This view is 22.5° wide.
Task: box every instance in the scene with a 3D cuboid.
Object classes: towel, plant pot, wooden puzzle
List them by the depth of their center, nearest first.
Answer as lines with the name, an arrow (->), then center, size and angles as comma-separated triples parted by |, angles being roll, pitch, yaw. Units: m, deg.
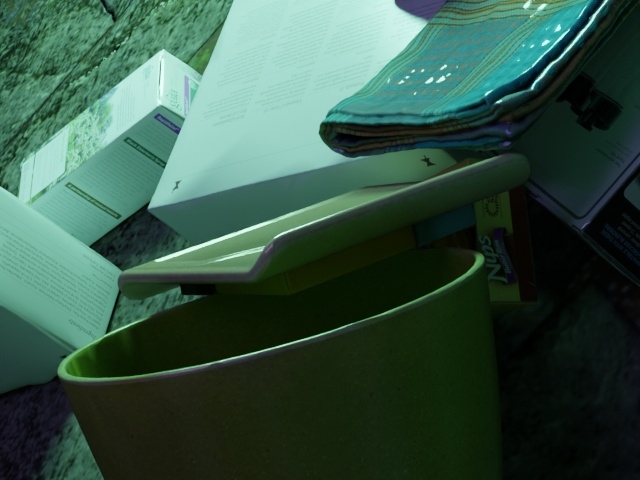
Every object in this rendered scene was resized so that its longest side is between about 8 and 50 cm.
plant pot -> 0.006, 0.182, 1.020 | 0.275, 0.293, 0.275 | -15, 7, 2
wooden puzzle -> 0.000, 0.000, 1.113 | 0.221, 0.044, 0.239 | -20, 4, -30
towel -> 0.176, -0.202, 1.212 | 0.370, 0.040, 0.271 | -48, 20, -18

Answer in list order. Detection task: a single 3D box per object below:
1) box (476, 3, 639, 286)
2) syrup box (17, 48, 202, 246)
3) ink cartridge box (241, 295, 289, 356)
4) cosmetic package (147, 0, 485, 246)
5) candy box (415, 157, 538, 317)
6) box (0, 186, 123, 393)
box -> 0.267, -0.125, 1.182 | 0.290, 0.087, 0.169 | -50, 33, 4
syrup box -> -0.220, -0.093, 1.748 | 0.237, 0.096, 0.093 | -33, 39, 27
ink cartridge box -> 0.002, 0.105, 1.209 | 0.104, 0.180, 0.060 | -58, 32, -8
cosmetic package -> 0.030, -0.149, 1.490 | 0.377, 0.097, 0.284 | -10, 49, 46
candy box -> 0.090, 0.012, 1.225 | 0.187, 0.053, 0.109 | -24, 67, 59
box -> -0.339, 0.058, 1.675 | 0.181, 0.182, 0.119 | -20, 45, 40
